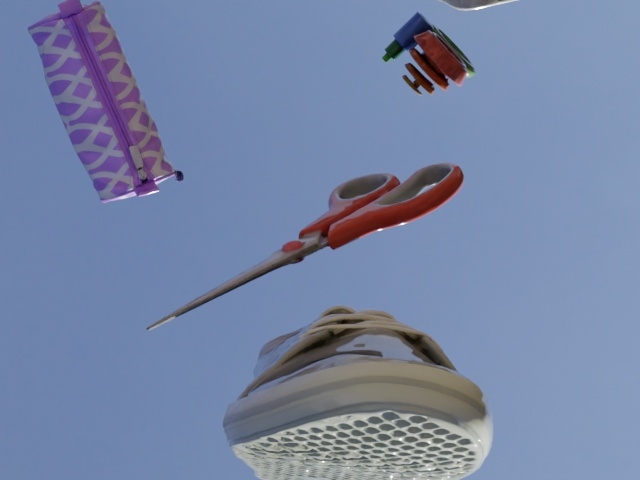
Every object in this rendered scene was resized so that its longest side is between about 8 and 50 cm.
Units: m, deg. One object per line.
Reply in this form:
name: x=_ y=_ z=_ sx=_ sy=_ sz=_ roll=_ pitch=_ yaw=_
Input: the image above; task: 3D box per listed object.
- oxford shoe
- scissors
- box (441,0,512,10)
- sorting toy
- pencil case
oxford shoe: x=0.021 y=0.105 z=1.185 sx=0.169 sy=0.130 sz=0.449 roll=12 pitch=169 yaw=-3
scissors: x=0.000 y=0.000 z=1.213 sx=0.109 sy=0.021 sz=0.297 roll=0 pitch=-160 yaw=35
box: x=0.076 y=-0.258 z=0.625 sx=0.148 sy=0.311 sz=0.121 roll=-13 pitch=-158 yaw=-17
sorting toy: x=0.076 y=-0.128 z=1.211 sx=0.061 sy=0.042 sz=0.102 roll=47 pitch=-168 yaw=0
pencil case: x=-0.215 y=-0.134 z=1.659 sx=0.206 sy=0.086 sz=0.088 roll=66 pitch=174 yaw=-9
